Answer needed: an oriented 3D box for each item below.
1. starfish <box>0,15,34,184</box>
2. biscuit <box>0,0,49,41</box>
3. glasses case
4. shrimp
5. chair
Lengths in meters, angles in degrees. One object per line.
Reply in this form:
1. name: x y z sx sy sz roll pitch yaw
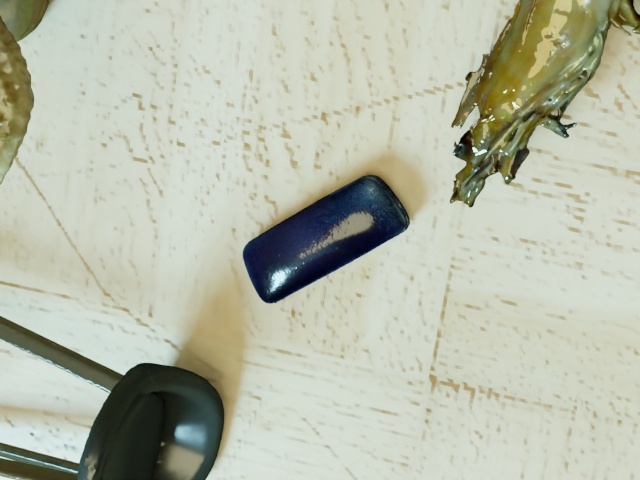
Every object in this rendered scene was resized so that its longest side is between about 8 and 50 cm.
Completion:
1. starfish: -0.157 -0.204 0.532 0.327 0.094 0.375 -11 86 -2
2. biscuit: -0.274 -0.140 0.617 0.319 0.047 0.183 9 109 8
3. glasses case: 0.000 0.000 0.602 0.083 0.023 0.033 -30 98 17
4. shrimp: 0.135 -0.074 0.552 0.124 0.034 0.178 27 104 -2
5. chair: -0.165 0.087 0.623 0.221 0.095 0.104 14 118 8
